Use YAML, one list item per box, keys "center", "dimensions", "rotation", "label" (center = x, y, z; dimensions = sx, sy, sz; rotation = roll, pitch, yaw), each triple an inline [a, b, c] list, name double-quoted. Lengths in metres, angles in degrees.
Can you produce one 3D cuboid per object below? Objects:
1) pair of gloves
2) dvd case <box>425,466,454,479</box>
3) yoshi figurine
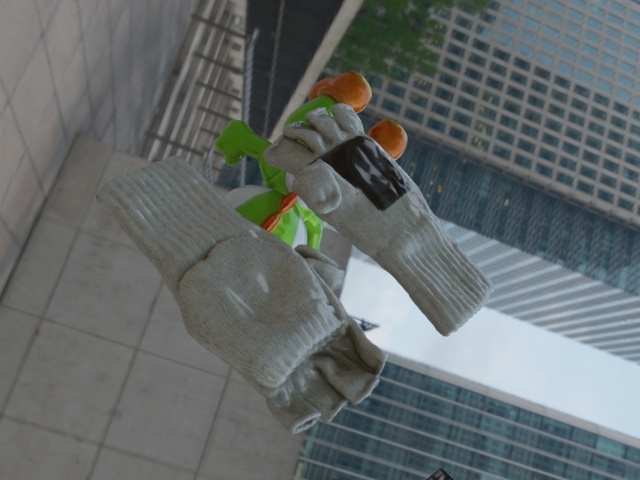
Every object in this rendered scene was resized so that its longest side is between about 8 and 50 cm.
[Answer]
- center: [0.000, 0.000, 0.463]
  dimensions: [0.240, 0.204, 0.042]
  rotation: [-24, 158, -42]
  label: "pair of gloves"
- center: [0.079, 0.204, 0.426]
  dimensions: [0.087, 0.013, 0.119]
  rotation: [-35, -151, -13]
  label: "dvd case"
- center: [-0.053, -0.050, 0.901]
  dimensions: [0.362, 0.203, 0.203]
  rotation: [-49, 151, -29]
  label: "yoshi figurine"
